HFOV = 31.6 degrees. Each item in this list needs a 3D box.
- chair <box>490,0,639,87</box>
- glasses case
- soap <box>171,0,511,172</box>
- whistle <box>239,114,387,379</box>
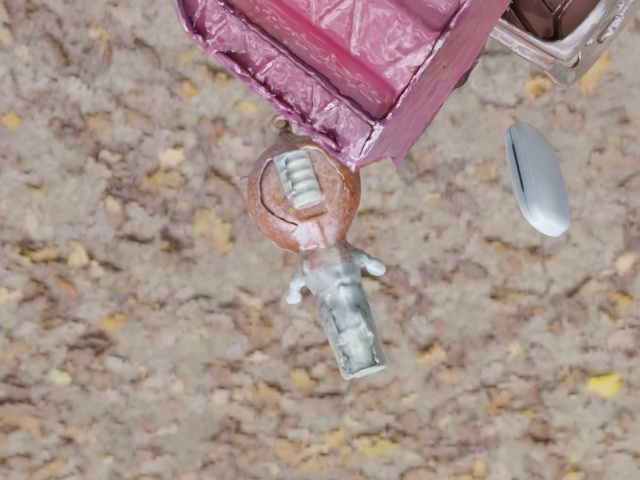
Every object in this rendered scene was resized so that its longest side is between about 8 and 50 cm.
[{"bbox_3d":[0.262,-0.260,1.199,0.326,0.183,0.175,25,110,-34],"label":"chair"},{"bbox_3d":[0.275,-0.081,1.437,0.067,0.178,0.045,24,133,-28],"label":"glasses case"},{"bbox_3d":[-0.013,-0.180,0.698,0.250,0.099,0.162,41,116,13],"label":"soap"},{"bbox_3d":[-0.001,0.000,1.398,0.142,0.346,0.133,-15,166,-16],"label":"whistle"}]
